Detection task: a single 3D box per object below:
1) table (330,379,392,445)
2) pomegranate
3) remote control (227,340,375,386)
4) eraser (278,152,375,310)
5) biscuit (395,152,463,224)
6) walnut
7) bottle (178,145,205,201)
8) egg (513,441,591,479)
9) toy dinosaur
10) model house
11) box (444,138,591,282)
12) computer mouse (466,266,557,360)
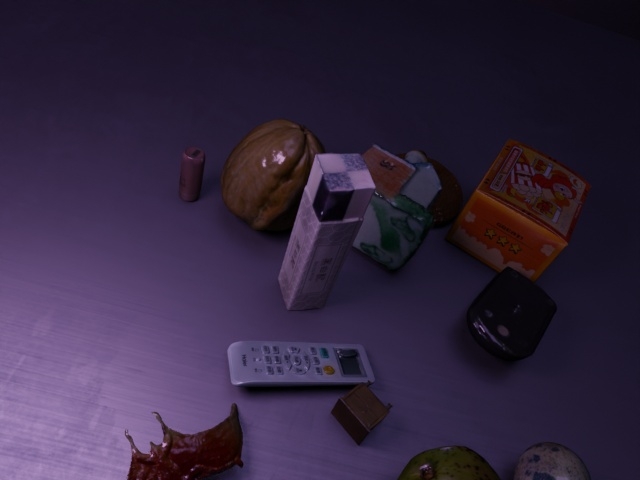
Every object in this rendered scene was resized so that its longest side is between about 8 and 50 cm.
[{"bbox_3d":[0.083,0.330,1.121,0.082,0.070,0.083,-29,64,-35],"label":"table"},{"bbox_3d":[0.226,0.485,0.981,0.214,0.214,0.248,-33,104,-37],"label":"pomegranate"},{"bbox_3d":[-0.039,0.254,1.158,0.293,0.051,0.103,3,37,-18],"label":"remote control"},{"bbox_3d":[0.000,0.000,1.149,0.096,0.404,0.098,-6,55,-19],"label":"eraser"},{"bbox_3d":[0.277,-0.144,1.611,0.261,0.037,0.262,8,50,-10],"label":"biscuit"},{"bbox_3d":[-0.103,-0.154,1.337,0.227,0.283,0.283,23,45,-22],"label":"walnut"},{"bbox_3d":[-0.303,-0.155,1.356,0.053,0.140,0.053,9,48,-10],"label":"bottle"},{"bbox_3d":[0.434,0.468,1.074,0.141,0.141,0.182,20,49,-1],"label":"egg"},{"bbox_3d":[-0.255,0.382,0.961,0.206,0.112,0.327,41,57,-17],"label":"toy dinosaur"},{"bbox_3d":[0.188,-0.123,1.464,0.267,0.194,0.325,32,46,11],"label":"model house"},{"bbox_3d":[0.526,-0.077,1.525,0.259,0.214,0.283,34,48,8],"label":"box"},{"bbox_3d":[0.433,0.186,1.343,0.170,0.100,0.269,43,46,13],"label":"computer mouse"}]
